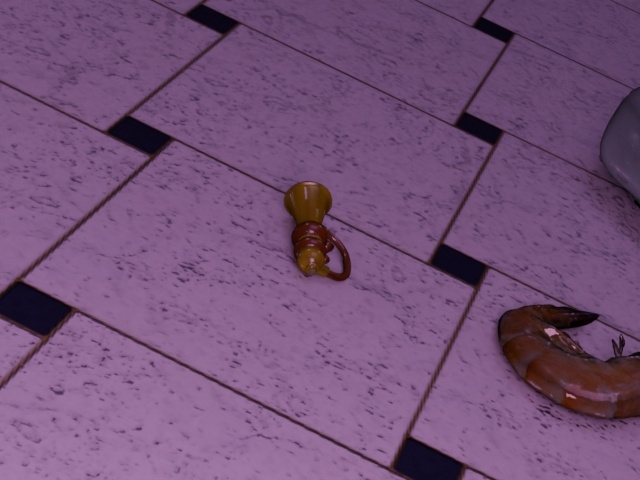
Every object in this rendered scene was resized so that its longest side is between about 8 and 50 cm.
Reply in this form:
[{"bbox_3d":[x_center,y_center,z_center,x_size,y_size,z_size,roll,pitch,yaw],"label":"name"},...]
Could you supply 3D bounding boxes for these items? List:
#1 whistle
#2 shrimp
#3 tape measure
[{"bbox_3d":[-0.005,0.001,1.415,0.046,0.057,0.109,-21,41,12],"label":"whistle"},{"bbox_3d":[0.293,0.104,1.433,0.296,0.058,0.169,0,34,-30],"label":"shrimp"},{"bbox_3d":[0.439,-0.079,1.765,0.246,0.125,0.243,12,24,-24],"label":"tape measure"}]
